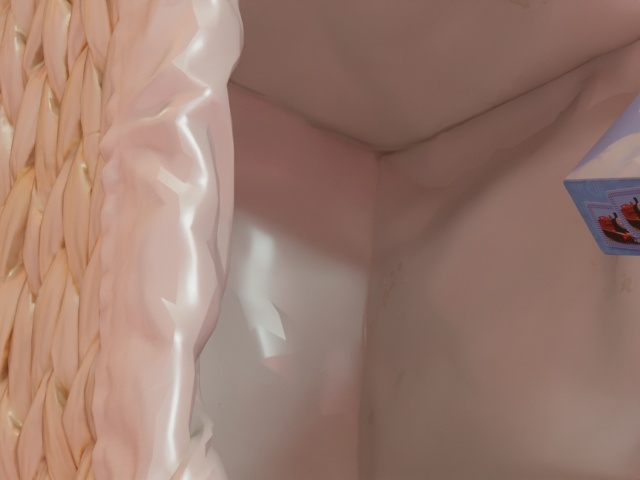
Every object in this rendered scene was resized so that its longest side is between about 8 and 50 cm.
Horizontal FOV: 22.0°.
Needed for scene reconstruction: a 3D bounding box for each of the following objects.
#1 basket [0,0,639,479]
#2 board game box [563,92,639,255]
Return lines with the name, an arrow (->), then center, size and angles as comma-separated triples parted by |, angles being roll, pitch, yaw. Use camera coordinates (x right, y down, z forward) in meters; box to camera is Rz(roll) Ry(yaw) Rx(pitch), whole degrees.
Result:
basket -> 0.000, 0.000, 0.611 | 0.266, 0.328, 0.331 | -20, -122, 43
board game box -> 0.198, -0.057, 0.500 | 0.211, 0.160, 0.039 | -1, -50, 55
